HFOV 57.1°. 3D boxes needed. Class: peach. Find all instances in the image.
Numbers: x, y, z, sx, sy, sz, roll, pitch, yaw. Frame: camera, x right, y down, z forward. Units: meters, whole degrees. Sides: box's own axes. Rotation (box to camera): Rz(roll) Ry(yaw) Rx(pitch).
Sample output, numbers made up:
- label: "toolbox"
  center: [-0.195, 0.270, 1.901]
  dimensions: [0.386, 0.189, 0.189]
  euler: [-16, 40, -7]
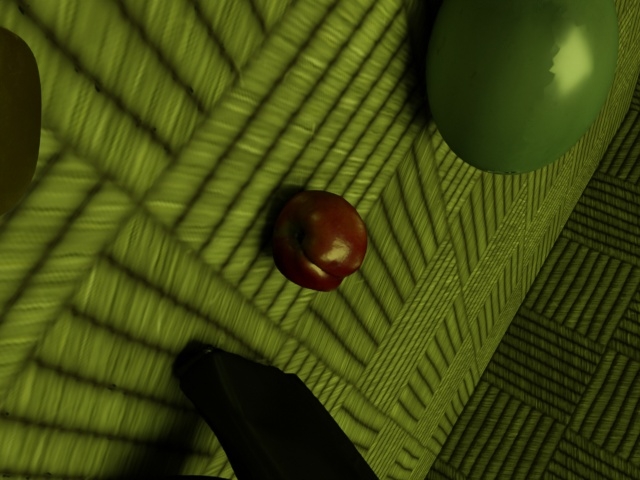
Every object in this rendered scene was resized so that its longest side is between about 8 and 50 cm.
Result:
- label: "peach"
  center: [0.002, 0.000, 0.575]
  dimensions: [0.100, 0.100, 0.101]
  euler: [-42, 146, -36]

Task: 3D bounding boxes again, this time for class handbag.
- label: "handbag"
  center: [-0.026, 0.221, 0.570]
  dimensions: [0.080, 0.247, 0.223]
  euler: [-44, 152, 1]

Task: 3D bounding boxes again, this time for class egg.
- label: "egg"
  center: [0.221, -0.194, 0.665]
  dimensions: [0.203, 0.203, 0.283]
  euler: [-49, 153, -26]

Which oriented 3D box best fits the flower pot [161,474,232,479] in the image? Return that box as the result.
- label: "flower pot"
  center: [-0.120, 0.303, 0.537]
  dimensions: [0.235, 0.235, 0.141]
  euler: [16, 78, -63]

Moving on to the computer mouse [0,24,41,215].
- label: "computer mouse"
  center: [-0.199, -0.044, 0.230]
  dimensions: [0.199, 0.044, 0.102]
  euler: [-18, 126, -56]
